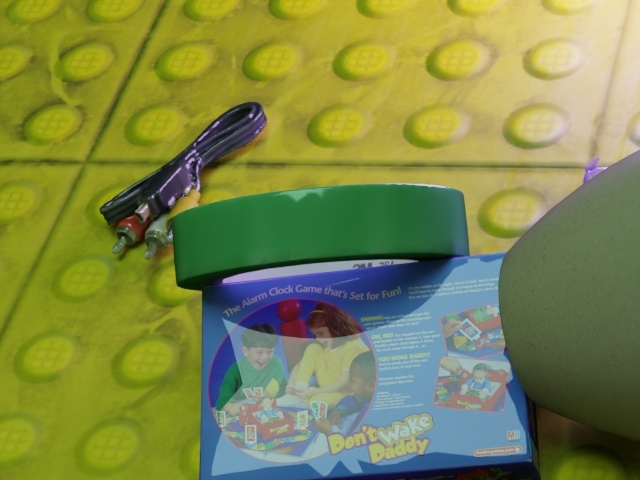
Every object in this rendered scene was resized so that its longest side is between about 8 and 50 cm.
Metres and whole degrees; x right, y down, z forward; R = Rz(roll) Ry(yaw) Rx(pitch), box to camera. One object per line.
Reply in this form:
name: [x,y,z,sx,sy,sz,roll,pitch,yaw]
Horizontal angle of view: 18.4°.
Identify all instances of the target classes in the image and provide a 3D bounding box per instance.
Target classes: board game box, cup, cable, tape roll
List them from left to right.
cable: [-0.170,-0.073,2.489,0.139,0.072,0.287,-7,28,37]
tape roll: [0.000,0.000,2.156,0.321,0.321,0.077,-6,83,13]
board game box: [0.049,0.148,2.083,0.347,0.078,0.233,-6,65,12]
cup: [0.317,0.065,1.985,0.237,0.331,0.331,-12,41,24]

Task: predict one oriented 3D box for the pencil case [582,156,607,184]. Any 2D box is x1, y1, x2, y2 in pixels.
pencil case: [0.287,0.007,2.202,0.088,0.086,0.206,40,56,-3]
